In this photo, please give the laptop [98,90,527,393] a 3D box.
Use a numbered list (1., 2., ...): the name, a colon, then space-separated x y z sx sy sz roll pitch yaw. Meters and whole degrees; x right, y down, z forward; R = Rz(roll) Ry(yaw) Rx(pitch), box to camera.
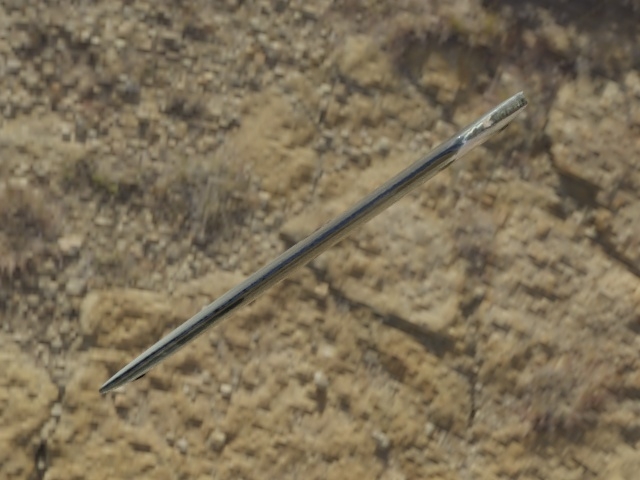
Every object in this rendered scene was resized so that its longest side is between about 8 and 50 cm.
1. laptop: 0.000 0.000 0.929 0.015 0.269 0.187 55 22 0
